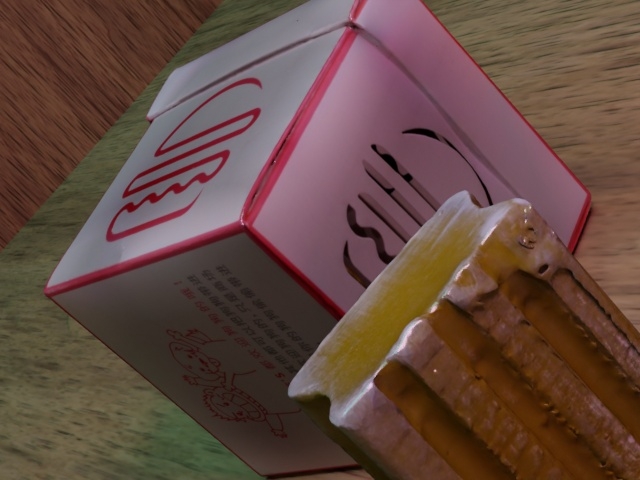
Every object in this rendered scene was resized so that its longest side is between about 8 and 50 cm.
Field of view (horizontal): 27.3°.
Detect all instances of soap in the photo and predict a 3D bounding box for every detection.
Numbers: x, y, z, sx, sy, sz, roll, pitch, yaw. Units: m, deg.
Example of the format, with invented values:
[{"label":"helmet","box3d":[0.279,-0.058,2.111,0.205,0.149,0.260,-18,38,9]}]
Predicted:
[{"label":"soap","box3d":[0.130,0.122,0.790,0.173,0.274,0.089,-48,24,-12]}]

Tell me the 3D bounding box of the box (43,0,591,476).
[{"label":"box","box3d":[0.000,0.000,1.179,0.312,0.314,0.300,-18,36,46]}]
